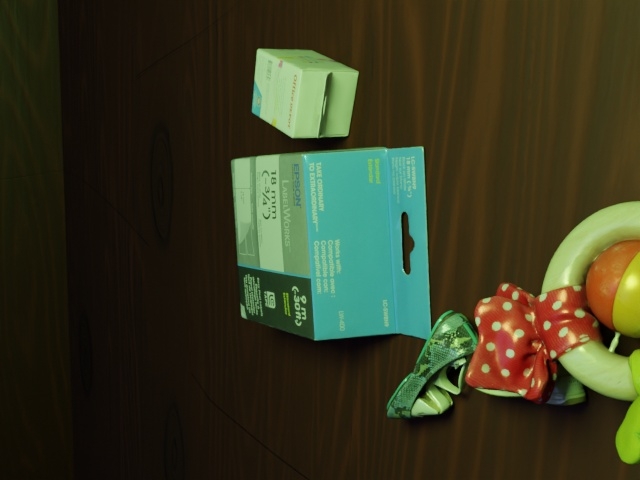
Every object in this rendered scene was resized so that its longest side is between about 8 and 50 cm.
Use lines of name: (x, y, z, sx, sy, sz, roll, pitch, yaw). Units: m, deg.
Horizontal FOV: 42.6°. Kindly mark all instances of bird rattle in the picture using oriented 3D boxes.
bird rattle: (0.252, 0.069, 0.689, 0.253, 0.143, 0.207, 30, 100, 56)

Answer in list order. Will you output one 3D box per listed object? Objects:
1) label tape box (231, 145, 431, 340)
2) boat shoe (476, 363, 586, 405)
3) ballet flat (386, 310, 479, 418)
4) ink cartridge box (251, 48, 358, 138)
label tape box: (0.000, 0.000, 1.091, 0.333, 0.105, 0.241, 5, 100, 59)
boat shoe: (0.206, 0.134, 0.824, 0.135, 0.050, 0.045, -1, 90, 49)
ballet flat: (0.131, 0.163, 0.943, 0.070, 0.070, 0.188, 59, 145, 36)
ink cartridge box: (-0.019, -0.196, 1.102, 0.143, 0.089, 0.092, 39, 128, 49)
